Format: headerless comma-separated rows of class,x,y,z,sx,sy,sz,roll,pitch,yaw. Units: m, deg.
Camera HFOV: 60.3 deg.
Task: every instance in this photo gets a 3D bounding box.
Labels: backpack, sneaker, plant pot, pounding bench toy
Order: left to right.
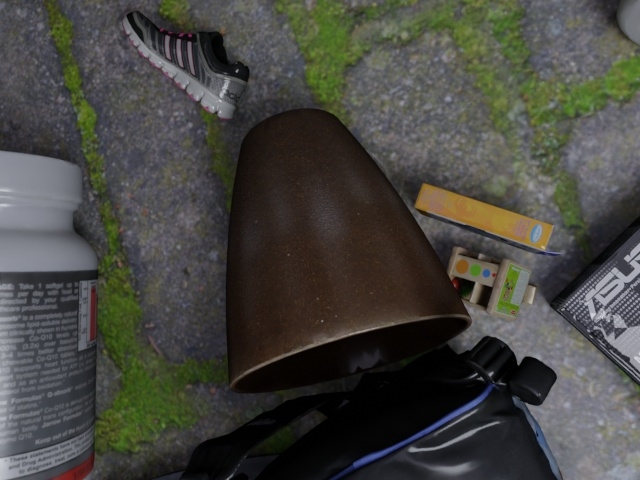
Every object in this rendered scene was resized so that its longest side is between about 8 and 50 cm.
sneaker,-0.147,-0.214,0.626,0.170,0.063,0.075,41,99,8
plant pot,0.000,0.000,0.520,0.215,0.215,0.231,-20,69,14
backpack,0.072,0.198,0.450,0.276,0.263,0.213,-26,87,13
pounding bench toy,0.166,0.043,0.540,0.065,0.083,0.052,18,91,46

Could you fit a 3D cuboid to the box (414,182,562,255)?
box,0.161,-0.018,0.525,0.136,0.081,0.028,19,92,15

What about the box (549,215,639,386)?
box,0.380,0.038,0.474,0.216,0.060,0.270,45,99,12

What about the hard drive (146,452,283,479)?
hard drive,-0.104,0.325,0.599,0.254,0.054,0.172,-18,83,14

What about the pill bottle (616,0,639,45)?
pill bottle,0.349,-0.281,0.462,0.121,0.121,0.221,20,94,15

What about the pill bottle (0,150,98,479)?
pill bottle,-0.352,0.095,0.594,0.210,0.210,0.364,0,88,15
